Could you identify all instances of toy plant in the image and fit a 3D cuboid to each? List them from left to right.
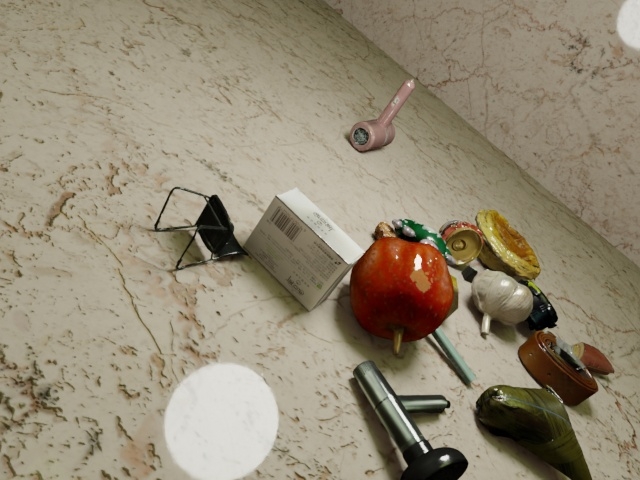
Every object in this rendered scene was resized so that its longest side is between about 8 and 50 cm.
[{"bbox_3d":[0.353,0.003,1.832,0.243,0.113,0.232,39,11,26],"label":"toy plant"}]

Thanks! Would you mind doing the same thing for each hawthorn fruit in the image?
[{"bbox_3d":[0.214,0.160,1.423,0.287,0.287,0.330,27,48,-15],"label":"hawthorn fruit"}]

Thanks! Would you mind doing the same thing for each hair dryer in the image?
[{"bbox_3d":[0.279,-0.539,2.250,0.125,0.352,0.210,45,34,15],"label":"hair dryer"},{"bbox_3d":[0.251,0.413,1.224,0.284,0.156,0.320,5,35,-25],"label":"hair dryer"}]

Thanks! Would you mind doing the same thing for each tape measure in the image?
[{"bbox_3d":[0.759,0.233,1.905,0.199,0.112,0.186,57,9,11],"label":"tape measure"}]

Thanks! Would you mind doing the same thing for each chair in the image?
[{"bbox_3d":[-0.262,-0.032,1.298,0.221,0.145,0.140,-3,50,-47],"label":"chair"}]

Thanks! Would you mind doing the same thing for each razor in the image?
[{"bbox_3d":[0.358,0.288,1.548,0.056,0.111,0.278,-13,65,-36],"label":"razor"}]

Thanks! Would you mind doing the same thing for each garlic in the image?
[{"bbox_3d":[0.581,0.222,1.781,0.218,0.218,0.212,39,71,3],"label":"garlic"}]

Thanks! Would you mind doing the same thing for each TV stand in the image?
[{"bbox_3d":[0.646,0.157,2.005,0.256,0.049,0.040,20,35,-24],"label":"TV stand"}]

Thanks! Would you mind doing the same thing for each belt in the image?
[{"bbox_3d":[0.787,0.418,1.759,0.261,0.105,0.184,43,31,11],"label":"belt"}]

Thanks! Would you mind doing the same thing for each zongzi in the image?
[{"bbox_3d":[0.574,0.528,1.395,0.286,0.138,0.300,12,42,-30],"label":"zongzi"}]

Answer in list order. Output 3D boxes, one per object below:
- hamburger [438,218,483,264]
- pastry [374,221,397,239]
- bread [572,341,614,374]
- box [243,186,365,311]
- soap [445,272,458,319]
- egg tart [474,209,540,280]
[{"bbox_3d":[0.514,-0.005,1.983,0.175,0.175,0.137,25,22,-17],"label":"hamburger"},{"bbox_3d":[0.230,0.015,1.784,0.087,0.063,0.169,14,43,-34],"label":"pastry"},{"bbox_3d":[0.992,0.428,1.971,0.192,0.067,0.119,20,36,-25],"label":"bread"},{"bbox_3d":[-0.047,0.021,1.386,0.260,0.194,0.111,43,33,8],"label":"box"},{"bbox_3d":[0.323,0.141,1.636,0.232,0.140,0.073,30,36,-10],"label":"soap"},{"bbox_3d":[0.732,0.034,2.151,0.352,0.150,0.352,29,35,-23],"label":"egg tart"}]
